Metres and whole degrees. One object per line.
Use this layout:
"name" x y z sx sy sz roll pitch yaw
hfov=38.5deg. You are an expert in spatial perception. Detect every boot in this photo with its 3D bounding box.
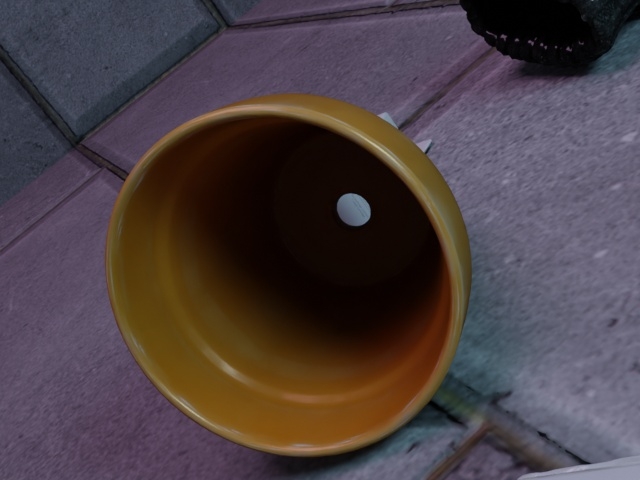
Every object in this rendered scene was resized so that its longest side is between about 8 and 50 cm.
"boot" 0.289 -0.261 0.724 0.260 0.131 0.348 -37 10 -19

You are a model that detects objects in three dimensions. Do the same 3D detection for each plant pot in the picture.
"plant pot" 0.000 0.000 0.582 0.205 0.205 0.188 -27 8 23

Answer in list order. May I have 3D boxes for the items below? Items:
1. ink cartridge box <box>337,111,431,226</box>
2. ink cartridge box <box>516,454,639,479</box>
"ink cartridge box" 0.015 -0.048 0.809 0.104 0.060 0.180 -16 30 43
"ink cartridge box" 0.103 0.144 0.282 0.109 0.063 0.150 -20 26 37
